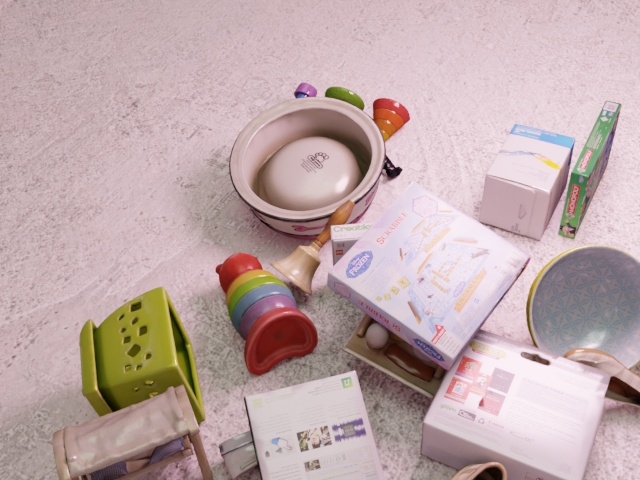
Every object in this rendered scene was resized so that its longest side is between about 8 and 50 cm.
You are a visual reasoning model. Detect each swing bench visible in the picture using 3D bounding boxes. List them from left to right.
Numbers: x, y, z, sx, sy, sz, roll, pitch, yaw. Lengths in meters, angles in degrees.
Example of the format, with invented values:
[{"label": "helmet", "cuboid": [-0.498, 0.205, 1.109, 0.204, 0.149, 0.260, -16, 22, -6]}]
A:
[{"label": "swing bench", "cuboid": [-0.355, 0.407, 1.549, 0.253, 0.255, 0.165, -18, 47, -13]}]

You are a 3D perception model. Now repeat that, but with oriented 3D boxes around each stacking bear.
[{"label": "stacking bear", "cuboid": [-0.149, 0.139, 1.875, 0.175, 0.164, 0.289, -21, 43, -16]}]

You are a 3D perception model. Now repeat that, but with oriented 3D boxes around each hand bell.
[{"label": "hand bell", "cuboid": [0.000, 0.000, 1.941, 0.126, 0.126, 0.242, 36, 87, 33]}]

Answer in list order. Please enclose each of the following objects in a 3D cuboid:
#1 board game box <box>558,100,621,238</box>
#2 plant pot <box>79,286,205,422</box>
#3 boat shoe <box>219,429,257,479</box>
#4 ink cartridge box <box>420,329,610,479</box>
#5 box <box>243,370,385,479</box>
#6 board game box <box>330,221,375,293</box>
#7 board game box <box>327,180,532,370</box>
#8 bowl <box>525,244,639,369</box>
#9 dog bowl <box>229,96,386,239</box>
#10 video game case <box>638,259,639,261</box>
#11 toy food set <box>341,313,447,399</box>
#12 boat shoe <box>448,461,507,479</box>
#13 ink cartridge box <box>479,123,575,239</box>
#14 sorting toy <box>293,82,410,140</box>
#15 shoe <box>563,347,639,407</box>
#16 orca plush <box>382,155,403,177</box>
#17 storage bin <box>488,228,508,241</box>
[{"label": "board game box", "cuboid": [0.695, -0.184, 2.080, 0.046, 0.214, 0.317, 19, 50, 21]}, {"label": "plant pot", "cuboid": [-0.383, 0.271, 1.716, 0.207, 0.228, 0.227, -18, 47, -3]}, {"label": "boat shoe", "cuboid": [-0.069, 0.408, 1.646, 0.267, 0.096, 0.088, -16, 72, -19]}, {"label": "ink cartridge box", "cuboid": [0.396, 0.352, 1.633, 0.309, 0.130, 0.272, 19, 50, 21]}, {"label": "box", "cuboid": [-0.003, 0.434, 1.562, 0.232, 0.058, 0.322, -11, 66, -8]}, {"label": "board game box", "cuboid": [0.180, 0.037, 1.917, 0.305, 0.193, 0.053, -4, 46, 0]}, {"label": "board game box", "cuboid": [0.233, 0.065, 1.733, 0.318, 0.066, 0.319, 35, 62, 18]}, {"label": "bowl", "cuboid": [0.576, 0.150, 1.779, 0.289, 0.290, 0.156, -7, 3, -3]}, {"label": "dog bowl", "cuboid": [-0.028, -0.180, 2.133, 0.407, 0.150, 0.408, -4, 56, 6]}, {"label": "video game case", "cuboid": [0.819, 0.109, 1.916, 0.190, 0.022, 0.173, -7, 46, -3]}, {"label": "toy food set", "cuboid": [0.211, 0.164, 1.748, 0.219, 0.092, 0.306, 27, 67, 14]}, {"label": "boat shoe", "cuboid": [0.218, 0.533, 1.450, 0.121, 0.110, 0.341, 37, 64, 8]}, {"label": "ink cartridge box", "cuboid": [0.535, -0.154, 2.092, 0.168, 0.171, 0.233, 19, 49, 21]}, {"label": "sorting toy", "cuboid": [0.075, -0.366, 2.398, 0.365, 0.127, 0.126, 17, 70, 17]}, {"label": "shoe", "cuboid": [0.602, 0.288, 1.669, 0.219, 0.077, 0.058, 25, 31, -7]}, {"label": "orca plush", "cuboid": [0.091, -0.258, 2.276, 0.287, 0.102, 0.151, 33, 56, 31]}, {"label": "storage bin", "cuboid": [0.405, 0.059, 1.930, 0.091, 0.135, 0.098, -42, 56, -17]}]
